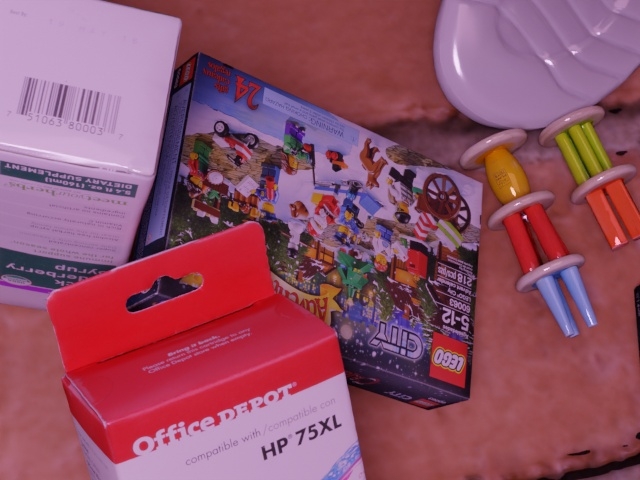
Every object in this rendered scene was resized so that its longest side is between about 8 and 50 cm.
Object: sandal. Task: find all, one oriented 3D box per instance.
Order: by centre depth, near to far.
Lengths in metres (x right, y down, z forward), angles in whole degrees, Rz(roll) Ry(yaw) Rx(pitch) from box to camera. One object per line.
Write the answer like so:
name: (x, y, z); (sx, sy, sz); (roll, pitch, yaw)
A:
sandal: (0.214, -0.256, 0.953); (0.169, 0.102, 0.416); (34, 77, -12)

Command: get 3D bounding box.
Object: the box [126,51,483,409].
box: (0.000, 0.000, 0.772); (0.233, 0.044, 0.159); (21, 62, -30)

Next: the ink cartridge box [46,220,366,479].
ink cartridge box: (-0.052, 0.121, 0.666); (0.134, 0.078, 0.231); (-21, 113, -22)

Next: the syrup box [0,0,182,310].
syrup box: (-0.144, -0.037, 0.683); (0.093, 0.237, 0.096); (11, 66, -11)

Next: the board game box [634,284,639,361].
board game box: (0.288, 0.123, 0.856); (0.126, 0.026, 0.186); (8, 66, -13)

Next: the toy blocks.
toy blocks: (0.180, -0.012, 0.866); (0.123, 0.054, 0.148); (-17, 74, -21)
